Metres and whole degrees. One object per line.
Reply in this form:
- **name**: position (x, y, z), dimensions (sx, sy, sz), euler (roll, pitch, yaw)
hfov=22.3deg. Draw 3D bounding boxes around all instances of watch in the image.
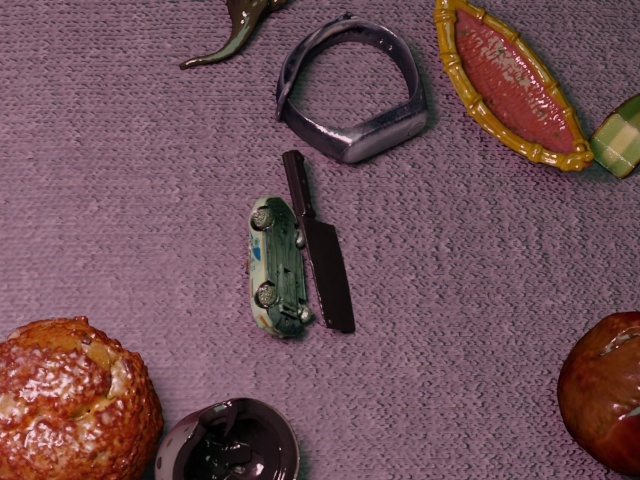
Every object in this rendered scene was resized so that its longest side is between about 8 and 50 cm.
- **watch**: position (0.034, -0.200, 2.142), dimensions (0.206, 0.068, 0.193), euler (-27, 69, -24)

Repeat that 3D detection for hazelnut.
- **hazelnut**: position (0.376, 0.191, 1.961), dimensions (0.178, 0.178, 0.204), euler (6, 40, -7)

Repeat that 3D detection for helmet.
- **helmet**: position (-0.121, 0.262, 1.864), dimensions (0.177, 0.107, 0.153), euler (-19, 96, -45)

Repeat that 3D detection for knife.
- **knife**: position (0.000, 0.000, 2.046), dimensions (0.072, 0.019, 0.245), euler (13, 58, -51)

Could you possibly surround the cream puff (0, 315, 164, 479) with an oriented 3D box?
- **cream puff**: position (-0.294, 0.200, 1.838), dimensions (0.240, 0.164, 0.240), euler (2, 61, -4)

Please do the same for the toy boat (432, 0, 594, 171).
- **toy boat**: position (0.252, -0.203, 2.166), dimensions (0.141, 0.099, 0.318), euler (-28, 70, -25)

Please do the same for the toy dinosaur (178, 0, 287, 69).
- **toy dinosaur**: position (-0.131, -0.325, 2.200), dimensions (0.179, 0.087, 0.187), euler (-38, 54, 13)

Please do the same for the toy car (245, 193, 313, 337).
- **toy car**: position (-0.057, 0.033, 2.013), dimensions (0.093, 0.058, 0.186), euler (28, 50, -48)

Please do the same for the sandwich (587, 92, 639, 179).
- **sandwich**: position (0.423, -0.144, 2.216), dimensions (0.074, 0.074, 0.116), euler (41, 32, 11)
